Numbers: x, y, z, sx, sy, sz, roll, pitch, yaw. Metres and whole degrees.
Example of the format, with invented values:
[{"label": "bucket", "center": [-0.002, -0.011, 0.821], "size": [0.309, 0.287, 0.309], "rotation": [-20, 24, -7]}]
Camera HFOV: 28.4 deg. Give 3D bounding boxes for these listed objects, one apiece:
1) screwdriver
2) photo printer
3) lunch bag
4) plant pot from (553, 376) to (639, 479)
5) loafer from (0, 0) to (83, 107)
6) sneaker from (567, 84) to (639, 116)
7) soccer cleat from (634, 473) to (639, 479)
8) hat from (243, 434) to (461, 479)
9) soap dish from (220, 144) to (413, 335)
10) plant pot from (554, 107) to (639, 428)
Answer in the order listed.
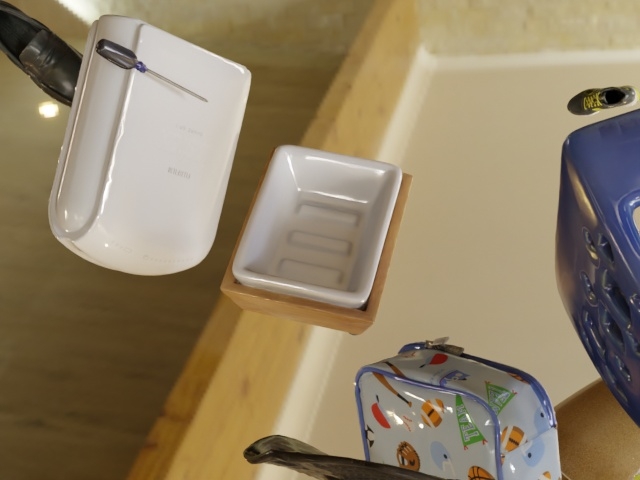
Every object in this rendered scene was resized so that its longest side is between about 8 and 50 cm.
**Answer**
[{"label": "screwdriver", "center": [-0.200, -0.197, 1.517], "size": [0.025, 0.170, 0.024], "rotation": [-28, -127, 29]}, {"label": "photo printer", "center": [-0.220, -0.109, 1.637], "size": [0.107, 0.308, 0.256], "rotation": [12, 177, 34]}, {"label": "lunch bag", "center": [0.150, 0.260, 1.416], "size": [0.115, 0.304, 0.243], "rotation": [-21, -159, -39]}, {"label": "plant pot", "center": [0.449, 0.290, 1.852], "size": [0.254, 0.237, 0.237], "rotation": [-43, -144, -10]}, {"label": "loafer", "center": [-0.387, -0.255, 1.752], "size": [0.223, 0.076, 0.078], "rotation": [39, -178, 9]}, {"label": "sneaker", "center": [0.318, -0.162, 1.440], "size": [0.083, 0.031, 0.035], "rotation": [-12, 175, 31]}, {"label": "soccer cleat", "center": [0.316, 0.274, 1.146], "size": [0.121, 0.289, 0.093], "rotation": [33, 167, 1]}, {"label": "hat", "center": [0.092, 0.242, 0.939], "size": [0.331, 0.134, 0.331], "rotation": [14, 172, 2]}, {"label": "soap dish", "center": [0.000, 0.000, 1.906], "size": [0.228, 0.118, 0.291], "rotation": [11, -129, 8]}, {"label": "plant pot", "center": [0.286, 0.043, 0.779], "size": [0.235, 0.236, 0.212], "rotation": [-15, -117, 3]}]
